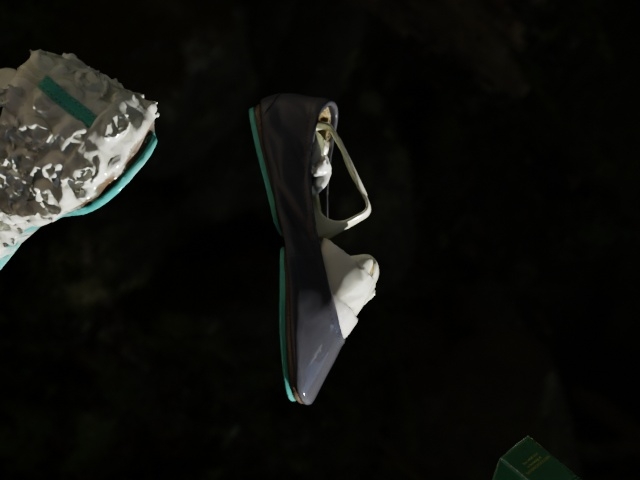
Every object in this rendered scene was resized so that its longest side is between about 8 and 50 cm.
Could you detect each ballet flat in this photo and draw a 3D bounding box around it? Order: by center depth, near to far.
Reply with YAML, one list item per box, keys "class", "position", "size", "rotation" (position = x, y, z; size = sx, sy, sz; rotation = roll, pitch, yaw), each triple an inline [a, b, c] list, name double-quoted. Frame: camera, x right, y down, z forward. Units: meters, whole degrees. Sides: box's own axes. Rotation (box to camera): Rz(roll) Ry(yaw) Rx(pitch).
- class: "ballet flat"
  position: [0.000, 0.000, 1.155]
  size: [0.074, 0.074, 0.203]
  rotation: [127, -43, -69]
- class: "ballet flat"
  position: [-0.256, -0.070, 1.493]
  size: [0.147, 0.147, 0.409]
  rotation: [-53, -166, -27]

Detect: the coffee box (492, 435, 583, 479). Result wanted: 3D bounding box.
- class: "coffee box"
  position: [0.207, 0.246, 1.420]
  size: [0.040, 0.184, 0.113]
  rotation: [-34, 149, -34]
